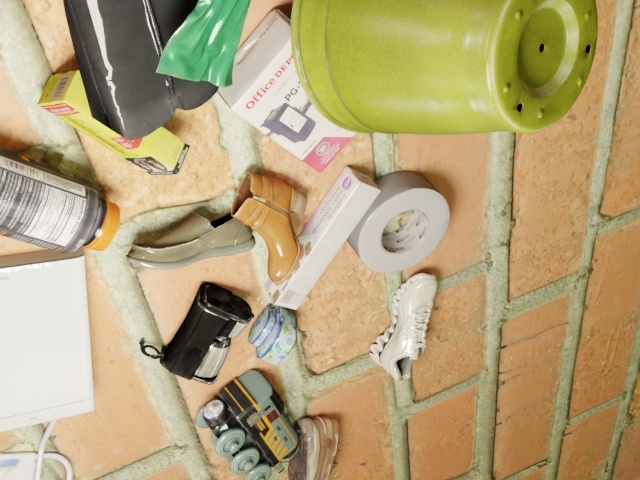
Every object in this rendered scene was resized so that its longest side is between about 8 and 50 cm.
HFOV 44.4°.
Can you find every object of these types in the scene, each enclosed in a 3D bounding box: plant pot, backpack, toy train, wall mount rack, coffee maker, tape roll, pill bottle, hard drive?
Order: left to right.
[{"bbox_3d":[-0.650,0.450,1.573,0.350,0.130,0.304,8,88,-35],"label":"wall mount rack"},{"bbox_3d":[-0.541,0.188,1.430,0.233,0.047,0.353,-9,121,-24],"label":"hard drive"},{"bbox_3d":[-0.449,-0.056,1.258,0.246,0.130,0.130,22,113,-40],"label":"pill bottle"},{"bbox_3d":[-0.246,0.184,1.577,0.171,0.120,0.178,12,119,-35],"label":"coffee maker"},{"bbox_3d":[-0.156,0.449,1.843,0.190,0.142,0.334,-36,136,-12],"label":"toy train"},{"bbox_3d":[-0.104,0.204,1.678,0.084,0.114,0.105,29,111,-21],"label":"backpack"},{"bbox_3d":[0.163,-0.037,1.661,0.219,0.072,0.219,-16,132,-19],"label":"tape roll"},{"bbox_3d":[0.203,-0.310,1.187,0.366,0.353,0.366,-16,117,-34],"label":"plant pot"}]

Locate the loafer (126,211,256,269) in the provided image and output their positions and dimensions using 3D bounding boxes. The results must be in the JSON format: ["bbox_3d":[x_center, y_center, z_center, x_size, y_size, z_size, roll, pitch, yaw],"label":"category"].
[{"bbox_3d":[-0.242,-0.007,1.458,0.251,0.094,0.087,-13,108,-32],"label":"loafer"}]

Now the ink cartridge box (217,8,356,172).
[{"bbox_3d":[-0.037,-0.252,1.349,0.172,0.100,0.237,-48,134,12],"label":"ink cartridge box"}]

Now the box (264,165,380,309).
[{"bbox_3d":[0.000,0.000,1.605,0.067,0.063,0.324,17,116,-39],"label":"box"}]

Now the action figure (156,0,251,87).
[{"bbox_3d":[-0.133,-0.327,1.056,0.137,0.063,0.232,-6,130,-52],"label":"action figure"}]

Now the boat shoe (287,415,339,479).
[{"bbox_3d":[-0.008,0.583,2.044,0.116,0.123,0.324,-11,132,-25],"label":"boat shoe"}]

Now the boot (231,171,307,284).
[{"bbox_3d":[-0.107,-0.025,1.476,0.152,0.073,0.197,20,75,-46],"label":"boot"}]

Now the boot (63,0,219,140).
[{"bbox_3d":[-0.189,-0.398,1.082,0.367,0.146,0.445,-25,132,-21],"label":"boot"}]

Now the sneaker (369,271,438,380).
[{"bbox_3d":[0.218,0.207,1.864,0.110,0.118,0.292,2,123,-28],"label":"sneaker"}]

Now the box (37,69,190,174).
[{"bbox_3d":[-0.324,-0.182,1.247,0.232,0.087,0.058,35,68,-44],"label":"box"}]
